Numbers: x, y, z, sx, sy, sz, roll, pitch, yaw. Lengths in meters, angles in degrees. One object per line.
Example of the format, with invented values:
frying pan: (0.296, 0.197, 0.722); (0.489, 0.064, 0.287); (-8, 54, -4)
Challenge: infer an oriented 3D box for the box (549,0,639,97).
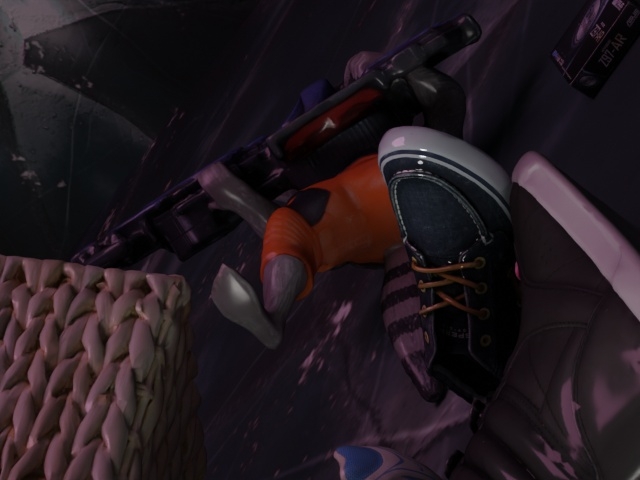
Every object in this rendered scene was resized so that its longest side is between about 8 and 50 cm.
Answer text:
box: (0.184, -0.136, 1.178); (0.067, 0.018, 0.083); (-56, 13, 15)

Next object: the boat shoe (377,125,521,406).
boat shoe: (0.076, 0.019, 0.956); (0.065, 0.183, 0.083); (0, 58, 31)

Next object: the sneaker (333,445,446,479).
sneaker: (-0.016, 0.210, 1.005); (0.237, 0.086, 0.085); (-56, 15, 19)

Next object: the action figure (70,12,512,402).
action figure: (0.000, 0.000, 1.239); (0.341, 0.178, 0.330); (-31, 13, 9)

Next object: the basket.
basket: (-0.226, 0.217, 1.086); (0.331, 0.267, 0.328); (-78, -10, -47)

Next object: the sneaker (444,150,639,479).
sneaker: (0.110, 0.058, 0.828); (0.147, 0.105, 0.295); (-54, 16, 11)
